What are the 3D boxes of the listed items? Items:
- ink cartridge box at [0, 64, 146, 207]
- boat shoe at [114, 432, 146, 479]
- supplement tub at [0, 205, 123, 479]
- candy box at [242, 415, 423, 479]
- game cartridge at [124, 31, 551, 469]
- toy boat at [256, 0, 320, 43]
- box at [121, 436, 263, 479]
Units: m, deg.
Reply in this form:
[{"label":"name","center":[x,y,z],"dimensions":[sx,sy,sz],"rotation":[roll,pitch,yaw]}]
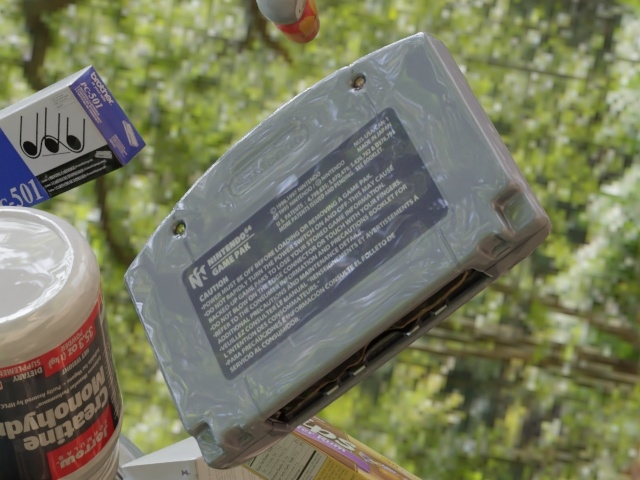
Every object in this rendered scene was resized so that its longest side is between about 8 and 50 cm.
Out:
[{"label":"ink cartridge box","center":[-0.277,-0.094,1.667],"dimensions":[0.097,0.207,0.046],"rotation":[57,-138,-17]},{"label":"boat shoe","center":[-0.283,0.299,2.173],"dimensions":[0.094,0.302,0.109],"rotation":[-45,0,-1]},{"label":"supplement tub","center":[-0.285,0.122,1.550],"dimensions":[0.191,0.191,0.272],"rotation":[-74,-14,-46]},{"label":"candy box","center":[0.007,0.194,1.414],"dimensions":[0.053,0.187,0.109],"rotation":[-58,-2,7]},{"label":"game cartridge","center":[0.000,0.000,1.155],"dimensions":[0.060,0.294,0.196],"rotation":[22,-144,-56]},{"label":"toy boat","center":[-0.094,-0.384,2.030],"dimensions":[0.318,0.267,0.148],"rotation":[59,-176,16]},{"label":"box","center":[-0.114,0.272,1.720],"dimensions":[0.170,0.091,0.130],"rotation":[-11,-88,-63]}]
